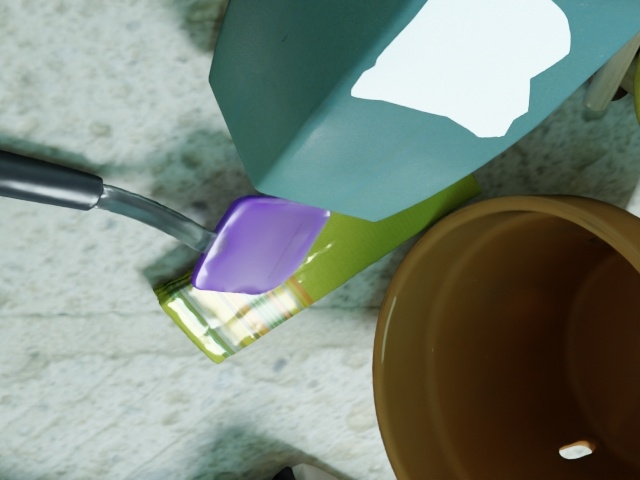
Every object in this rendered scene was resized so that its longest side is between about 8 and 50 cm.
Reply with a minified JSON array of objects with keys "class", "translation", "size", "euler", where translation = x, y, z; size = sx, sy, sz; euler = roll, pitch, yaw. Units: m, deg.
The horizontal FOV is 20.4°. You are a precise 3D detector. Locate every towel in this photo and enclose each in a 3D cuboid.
[{"class":"towel","translation":[0.000,0.000,1.274],"size":[0.237,0.021,0.102],"euler":[-33,142,2]}]

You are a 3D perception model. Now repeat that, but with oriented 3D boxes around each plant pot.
[{"class":"plant pot","translation":[0.049,-0.133,1.070],"size":[0.165,0.165,0.234],"euler":[13,130,-38]},{"class":"plant pot","translation":[0.212,0.103,1.324],"size":[0.203,0.291,0.291],"euler":[-8,136,-47]}]

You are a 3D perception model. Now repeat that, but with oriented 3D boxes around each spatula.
[{"class":"spatula","translation":[-0.124,-0.019,1.159],"size":[0.296,0.030,0.084],"euler":[16,117,-32]}]

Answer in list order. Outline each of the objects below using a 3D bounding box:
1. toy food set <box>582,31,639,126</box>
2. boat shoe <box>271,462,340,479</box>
[{"class":"toy food set","translation":[0.251,-0.129,1.267],"size":[0.218,0.071,0.128],"euler":[18,96,-43]},{"class":"boat shoe","translation":[0.020,0.309,1.528],"size":[0.158,0.127,0.340],"euler":[-36,133,18]}]
